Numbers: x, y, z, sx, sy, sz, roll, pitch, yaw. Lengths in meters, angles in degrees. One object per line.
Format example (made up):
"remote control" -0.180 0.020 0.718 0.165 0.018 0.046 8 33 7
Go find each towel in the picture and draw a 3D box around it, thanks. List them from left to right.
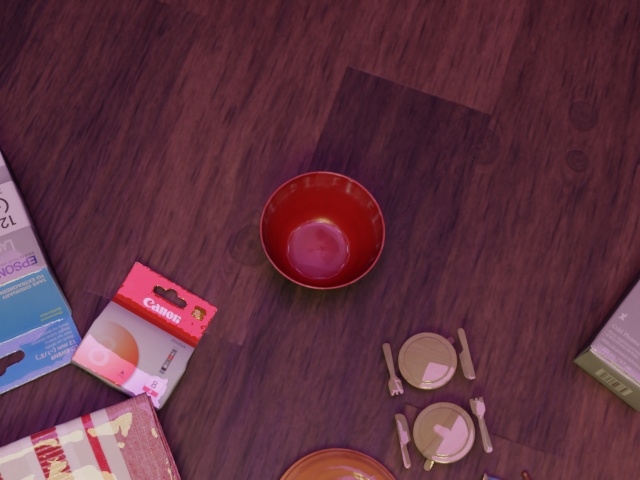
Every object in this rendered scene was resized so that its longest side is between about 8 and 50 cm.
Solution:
"towel" -0.342 0.367 1.290 0.329 0.037 0.237 -20 91 -12

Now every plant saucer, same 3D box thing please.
"plant saucer" 0.028 0.380 1.341 0.199 0.037 0.200 4 64 -8

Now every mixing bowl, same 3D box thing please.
"mixing bowl" 0.000 0.000 1.456 0.181 0.098 0.181 2 70 -4

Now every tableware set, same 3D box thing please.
"tableware set" 0.168 0.229 1.423 0.128 0.039 0.194 -11 66 3

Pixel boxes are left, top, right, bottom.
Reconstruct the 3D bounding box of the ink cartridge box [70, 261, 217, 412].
"ink cartridge box" -0.248 0.135 1.406 0.145 0.045 0.179 30 71 -3

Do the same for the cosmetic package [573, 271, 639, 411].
"cosmetic package" 0.499 0.120 1.457 0.127 0.107 0.238 37 74 11

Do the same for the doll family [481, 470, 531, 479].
"doll family" 0.265 0.405 1.350 0.111 0.076 0.193 15 67 5

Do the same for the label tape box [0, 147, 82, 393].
"label tape box" -0.513 0.048 1.387 0.249 0.115 0.348 -23 73 -12
